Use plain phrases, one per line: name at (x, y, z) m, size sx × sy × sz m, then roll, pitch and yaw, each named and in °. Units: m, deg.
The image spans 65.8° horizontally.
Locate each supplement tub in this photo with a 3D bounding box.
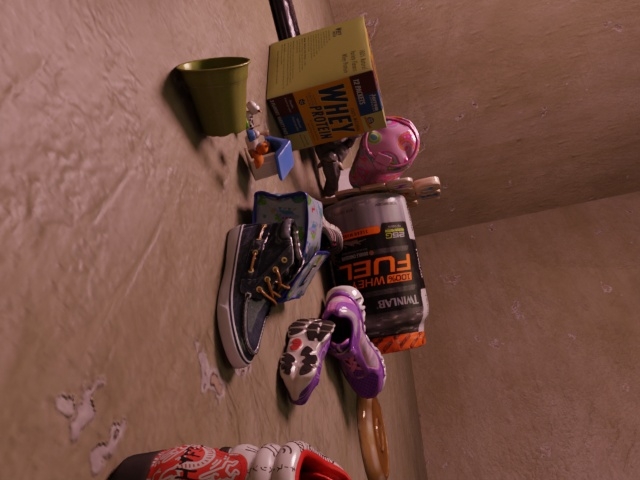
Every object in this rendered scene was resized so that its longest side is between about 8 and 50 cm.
supplement tub at (0.124, 0.077, 1.116) m, size 0.207 × 0.207 × 0.338 m, roll 24°, pitch 55°, yaw -75°

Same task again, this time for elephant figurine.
elephant figurine at (0.028, -0.254, 1.207) m, size 0.169 × 0.186 × 0.239 m, roll 47°, pitch -9°, yaw 17°

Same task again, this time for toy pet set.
toy pet set at (-0.072, -0.136, 0.680) m, size 0.114 × 0.065 × 0.122 m, roll 81°, pitch -14°, yaw -45°

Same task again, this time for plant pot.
plant pot at (-0.117, -0.166, 0.575) m, size 0.083 × 0.083 × 0.079 m, roll -81°, pitch 168°, yaw -60°
plant pot at (0.130, 0.467, 1.186) m, size 0.236 × 0.032 × 0.236 m, roll -12°, pitch 90°, yaw -79°

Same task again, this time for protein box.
protein box at (0.013, -0.313, 0.994) m, size 0.136 × 0.201 × 0.199 m, roll 64°, pitch 18°, yaw -48°

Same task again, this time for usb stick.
usb stick at (-0.081, -0.519, 1.146) m, size 0.077 × 0.045 × 0.278 m, roll -38°, pitch 116°, yaw -69°

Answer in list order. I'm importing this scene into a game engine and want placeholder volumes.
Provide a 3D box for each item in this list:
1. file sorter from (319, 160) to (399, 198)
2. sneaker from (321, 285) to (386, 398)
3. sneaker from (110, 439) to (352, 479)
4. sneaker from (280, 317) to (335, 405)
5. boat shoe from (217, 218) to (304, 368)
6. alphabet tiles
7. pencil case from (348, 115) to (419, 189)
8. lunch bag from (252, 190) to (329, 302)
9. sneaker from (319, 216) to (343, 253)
file sorter at (0.108, -0.251, 1.413) m, size 0.277 × 0.193 × 0.173 m, roll -73°, pitch 145°, yaw -67°
sneaker at (0.058, 0.214, 0.980) m, size 0.104 × 0.095 × 0.236 m, roll -40°, pitch 112°, yaw -69°
sneaker at (-0.032, 0.246, 0.371) m, size 0.090 × 0.145 × 0.270 m, roll -85°, pitch 159°, yaw -55°
sneaker at (-0.022, 0.174, 0.737) m, size 0.170 × 0.068 × 0.071 m, roll -59°, pitch 151°, yaw -61°
boat shoe at (-0.064, 0.051, 0.564) m, size 0.065 × 0.083 × 0.183 m, roll 62°, pitch 20°, yaw -52°
alphabet tiles at (0.140, -0.102, 1.177) m, size 0.278 × 0.284 × 0.021 m, roll 29°, pitch 52°, yaw -74°
pencil case at (0.134, -0.176, 1.116) m, size 0.284 × 0.124 × 0.124 m, roll 117°, pitch -37°, yaw -80°
lunch bag at (-0.042, 0.011, 0.707) m, size 0.129 × 0.096 × 0.151 m, roll 15°, pitch 78°, yaw -80°
sneaker at (0.000, 0.000, 0.972) m, size 0.170 × 0.063 × 0.074 m, roll 49°, pitch 30°, yaw -57°
